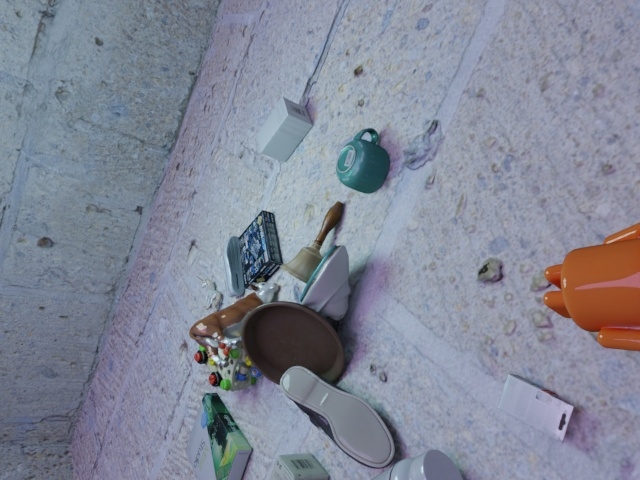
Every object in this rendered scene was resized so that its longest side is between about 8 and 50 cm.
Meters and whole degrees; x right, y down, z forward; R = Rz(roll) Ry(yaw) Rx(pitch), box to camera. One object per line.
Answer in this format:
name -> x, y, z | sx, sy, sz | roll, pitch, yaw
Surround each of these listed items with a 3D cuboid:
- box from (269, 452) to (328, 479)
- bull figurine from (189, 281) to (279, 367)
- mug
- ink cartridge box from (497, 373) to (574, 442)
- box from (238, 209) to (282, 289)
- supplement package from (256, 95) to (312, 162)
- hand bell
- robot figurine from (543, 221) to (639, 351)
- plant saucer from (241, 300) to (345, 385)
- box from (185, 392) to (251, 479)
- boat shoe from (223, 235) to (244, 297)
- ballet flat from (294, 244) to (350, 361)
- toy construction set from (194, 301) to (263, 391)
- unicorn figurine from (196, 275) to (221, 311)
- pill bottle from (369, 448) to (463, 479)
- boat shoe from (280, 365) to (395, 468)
box -> -0.083, 0.670, 1.124 | 0.094, 0.113, 0.276 | 25, 97, 55
bull figurine -> -0.233, 0.243, 1.395 | 0.188, 0.310, 0.101 | 38, 145, 39
mug -> 0.099, -0.208, 1.209 | 0.129, 0.097, 0.158 | -41, 48, 38
ink cartridge box -> 0.352, 0.270, 0.750 | 0.115, 0.029, 0.063 | 19, 93, 53
box -> -0.211, 0.034, 1.580 | 0.175, 0.051, 0.221 | -45, 45, 35
supplement package -> -0.126, -0.374, 1.570 | 0.179, 0.105, 0.105 | -46, 45, 33
hand bell -> 0.000, 0.000, 1.289 | 0.126, 0.126, 0.242 | 28, 87, 54
robot figurine -> 0.429, 0.060, 0.638 | 0.219, 0.158, 0.128 | -15, 105, 51
plant saucer -> -0.069, 0.265, 1.170 | 0.278, 0.277, 0.041 | -49, 4, 31
box -> -0.344, 0.687, 1.516 | 0.322, 0.058, 0.233 | 26, 99, 53
boat shoe -> -0.327, 0.097, 1.688 | 0.075, 0.083, 0.227 | -29, 56, 44
ballet flat -> -0.004, 0.186, 1.198 | 0.400, 0.139, 0.139 | -57, 39, 29
toy construction set -> -0.293, 0.350, 1.490 | 0.215, 0.151, 0.328 | -61, 38, 19
unicorn figurine -> -0.433, 0.215, 1.820 | 0.161, 0.060, 0.111 | 13, 88, 38
pill bottle -> 0.155, 0.484, 0.858 | 0.221, 0.121, 0.121 | -49, 43, 31
boat shoe -> 0.044, 0.403, 1.065 | 0.335, 0.096, 0.112 | 26, 67, 39
